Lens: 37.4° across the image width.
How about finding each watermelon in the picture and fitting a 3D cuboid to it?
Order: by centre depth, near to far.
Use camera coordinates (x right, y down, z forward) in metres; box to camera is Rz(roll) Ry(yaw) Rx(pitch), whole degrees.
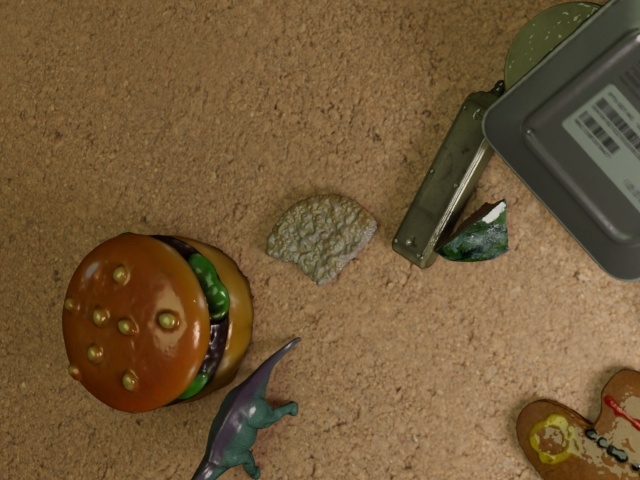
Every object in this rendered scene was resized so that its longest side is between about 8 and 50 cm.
[{"bbox_3d":[0.293,-0.005,1.779,0.155,0.080,0.101,-33,109,1],"label":"watermelon"}]

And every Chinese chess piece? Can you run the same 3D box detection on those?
[{"bbox_3d":[0.453,-0.299,1.687,0.250,0.101,0.250,-2,86,29],"label":"Chinese chess piece"}]

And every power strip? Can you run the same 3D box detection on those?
[{"bbox_3d":[0.258,-0.130,1.809,0.092,0.066,0.388,34,105,28],"label":"power strip"}]

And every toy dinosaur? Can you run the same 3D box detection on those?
[{"bbox_3d":[-0.190,0.373,1.866,0.129,0.331,0.383,26,101,25],"label":"toy dinosaur"}]

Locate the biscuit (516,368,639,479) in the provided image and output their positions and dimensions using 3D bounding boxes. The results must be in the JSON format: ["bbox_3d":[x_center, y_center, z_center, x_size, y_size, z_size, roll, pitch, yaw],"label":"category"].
[{"bbox_3d":[0.498,0.339,1.652,0.262,0.052,0.277,48,108,22],"label":"biscuit"}]

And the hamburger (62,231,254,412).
[{"bbox_3d":[-0.352,0.160,2.000,0.395,0.277,0.396,-1,87,28],"label":"hamburger"}]

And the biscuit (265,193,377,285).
[{"bbox_3d":[0.000,0.000,1.952,0.265,0.040,0.188,-11,82,29],"label":"biscuit"}]

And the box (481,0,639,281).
[{"bbox_3d":[0.518,-0.174,1.532,0.396,0.111,0.396,47,126,0],"label":"box"}]
